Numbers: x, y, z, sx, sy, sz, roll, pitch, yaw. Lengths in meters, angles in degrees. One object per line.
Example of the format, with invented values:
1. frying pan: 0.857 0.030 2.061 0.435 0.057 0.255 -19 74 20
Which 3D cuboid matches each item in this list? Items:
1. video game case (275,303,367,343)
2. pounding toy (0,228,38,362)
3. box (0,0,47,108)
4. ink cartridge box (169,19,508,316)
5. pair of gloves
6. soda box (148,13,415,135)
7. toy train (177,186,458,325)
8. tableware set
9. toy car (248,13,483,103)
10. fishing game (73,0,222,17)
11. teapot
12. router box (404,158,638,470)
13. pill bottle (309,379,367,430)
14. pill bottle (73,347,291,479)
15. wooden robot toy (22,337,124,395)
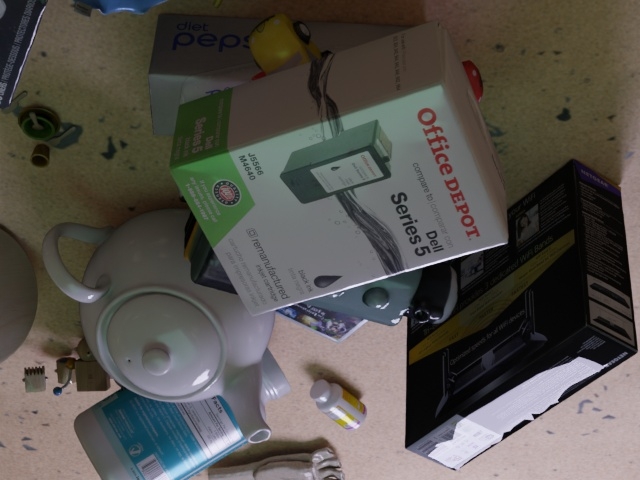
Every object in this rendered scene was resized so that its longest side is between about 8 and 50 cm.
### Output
1. video game case: -0.001 0.046 1.901 0.190 0.022 0.173 26 134 -26
2. pounding toy: -0.469 0.055 1.860 0.237 0.183 0.110 38 155 -33
3. box: -0.400 -0.263 1.477 0.270 0.143 0.165 17 137 -14
4. ink cartridge box: 0.022 -0.065 1.464 0.272 0.115 0.198 -17 125 15
5. pair of gloves: -0.035 0.390 2.287 0.204 0.042 0.240 -11 136 21
6. soda box: -0.032 -0.166 1.599 0.286 0.098 0.091 3 139 1
7. toy train: 0.000 0.000 1.704 0.334 0.190 0.142 17 125 -15
8. tableware set: -0.360 -0.133 1.717 0.104 0.024 0.154 -31 129 34
9. toy car: 0.024 -0.102 1.543 0.239 0.053 0.225 14 127 -7
10. fishing game: -0.163 -0.280 1.420 0.264 0.041 0.189 11 124 -45
11. teapot: -0.180 0.093 1.797 0.256 0.187 0.253 1 116 8
12. router box: 0.221 0.089 1.766 0.081 0.243 0.309 27 135 -25
13. pill bottle: 0.023 0.221 2.085 0.043 0.043 0.083 -26 131 30
14. pill bottle: -0.172 0.223 1.972 0.264 0.146 0.146 -31 137 -8
15. wooden robot toy: -0.309 0.157 2.037 0.173 0.076 0.079 -2 104 6
